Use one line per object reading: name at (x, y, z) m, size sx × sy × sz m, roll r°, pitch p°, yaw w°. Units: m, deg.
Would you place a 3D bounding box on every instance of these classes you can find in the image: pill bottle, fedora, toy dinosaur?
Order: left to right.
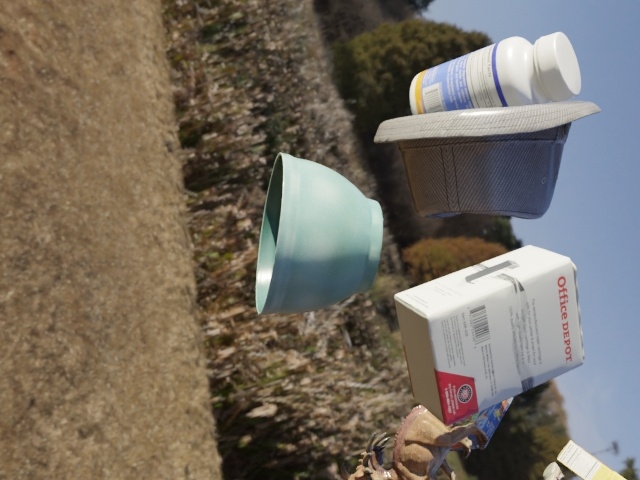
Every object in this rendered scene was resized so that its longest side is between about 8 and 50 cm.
toy dinosaur at (0.174, 0.374, 1.346) m, size 0.200 × 0.296 × 0.127 m, roll 29°, pitch -3°, yaw 5°
fedora at (0.187, -0.086, 0.831) m, size 0.275 × 0.243 × 0.125 m, roll -22°, pitch 109°, yaw -63°
pill bottle at (0.309, -0.268, 1.308) m, size 0.152 × 0.271 × 0.153 m, roll 22°, pitch 62°, yaw -48°

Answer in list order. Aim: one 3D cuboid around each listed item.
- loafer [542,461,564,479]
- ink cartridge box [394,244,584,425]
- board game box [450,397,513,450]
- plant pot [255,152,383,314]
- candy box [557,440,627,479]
loafer at (0.481, 0.504, 1.527) m, size 0.039 × 0.045 × 0.125 m, roll 45°, pitch 28°, yaw 10°
ink cartridge box at (0.276, 0.146, 1.194) m, size 0.114 × 0.272 × 0.197 m, roll -148°, pitch -137°, yaw -64°
board game box at (0.327, 0.382, 1.600) m, size 0.201 × 0.136 × 0.035 m, roll -37°, pitch 104°, yaw -49°
plant pot at (0.000, 0.000, 1.346) m, size 0.293 × 0.196 × 0.293 m, roll -172°, pitch -90°, yaw -79°
candy box at (0.572, 0.481, 1.456) m, size 0.109 × 0.053 × 0.186 m, roll 37°, pitch -1°, yaw -36°
